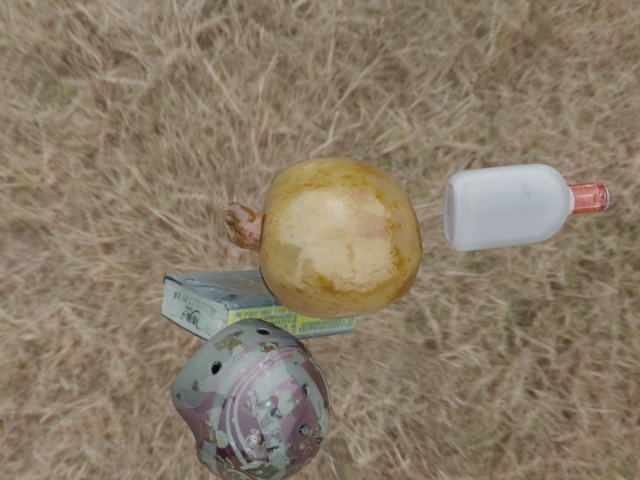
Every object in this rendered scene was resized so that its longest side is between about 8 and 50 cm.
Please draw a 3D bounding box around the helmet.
[{"bbox_3d":[-0.050,0.168,1.111,0.153,0.107,0.176,-38,109,-31],"label":"helmet"}]

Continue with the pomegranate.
[{"bbox_3d":[0.017,0.002,1.278,0.207,0.207,0.207,0,88,-5],"label":"pomegranate"}]

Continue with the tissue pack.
[{"bbox_3d":[-0.095,0.103,1.721,0.257,0.185,0.081,-2,103,-40],"label":"tissue pack"}]

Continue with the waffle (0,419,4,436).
[{"bbox_3d":[-0.429,0.159,0.984,0.213,0.308,0.091,15,77,9],"label":"waffle"}]

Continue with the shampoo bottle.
[{"bbox_3d":[0.269,-0.047,1.437,0.221,0.051,0.108,-6,107,-16],"label":"shampoo bottle"}]
